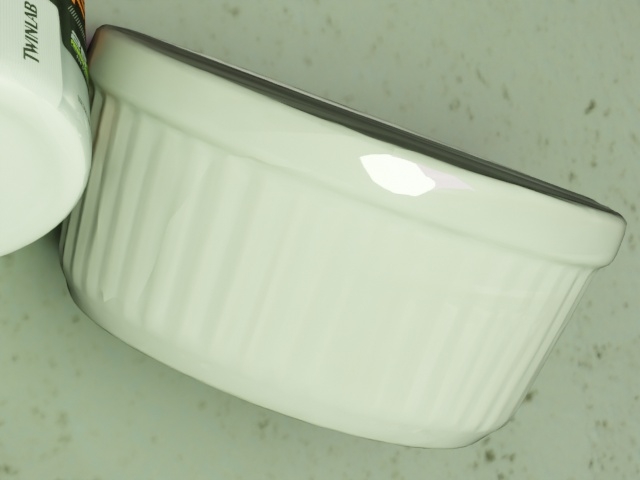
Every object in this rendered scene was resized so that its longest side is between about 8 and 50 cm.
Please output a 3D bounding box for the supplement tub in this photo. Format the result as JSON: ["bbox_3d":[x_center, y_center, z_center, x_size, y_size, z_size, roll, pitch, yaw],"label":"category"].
[{"bbox_3d":[-0.161,-0.093,0.671,0.117,0.190,0.117,-5,137,-5],"label":"supplement tub"}]

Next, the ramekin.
[{"bbox_3d":[0.000,0.000,0.738,0.273,0.273,0.127,16,98,-29],"label":"ramekin"}]
